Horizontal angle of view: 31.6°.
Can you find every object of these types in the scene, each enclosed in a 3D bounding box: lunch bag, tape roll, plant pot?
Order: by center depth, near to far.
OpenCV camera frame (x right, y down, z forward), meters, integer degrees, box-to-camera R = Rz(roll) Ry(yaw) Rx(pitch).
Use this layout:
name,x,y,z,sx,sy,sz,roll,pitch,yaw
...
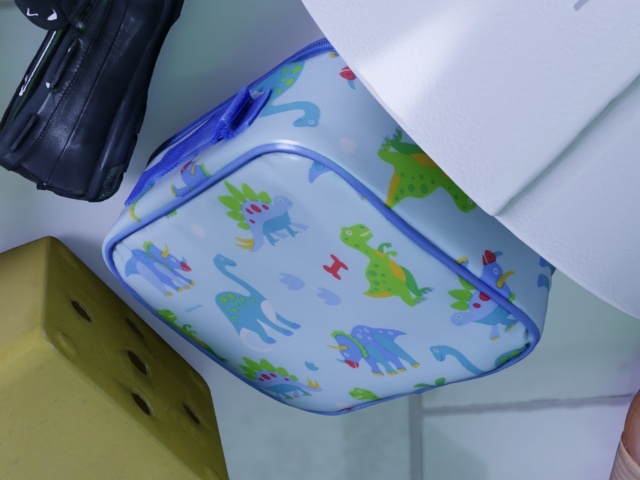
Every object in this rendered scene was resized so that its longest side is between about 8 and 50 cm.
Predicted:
name,x,y,z,sx,sy,sz,roll,pitch,yaw
tape roll,0.126,-0.108,0.465,0.246,0.246,0.169,36,114,-19
lunch bag,0.000,0.000,0.563,0.176,0.090,0.219,37,146,-19
plant pot,-0.169,0.125,0.627,0.187,0.212,0.212,-40,113,5

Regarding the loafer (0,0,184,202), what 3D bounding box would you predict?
name,x,y,z,sx,sy,sz,roll,pitch,yaw
loafer,-0.110,-0.117,0.550,0.078,0.076,0.223,14,122,-18

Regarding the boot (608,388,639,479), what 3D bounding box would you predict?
name,x,y,z,sx,sy,sz,roll,pitch,yaw
boot,0.328,0.126,0.695,0.283,0.109,0.220,16,114,-2
